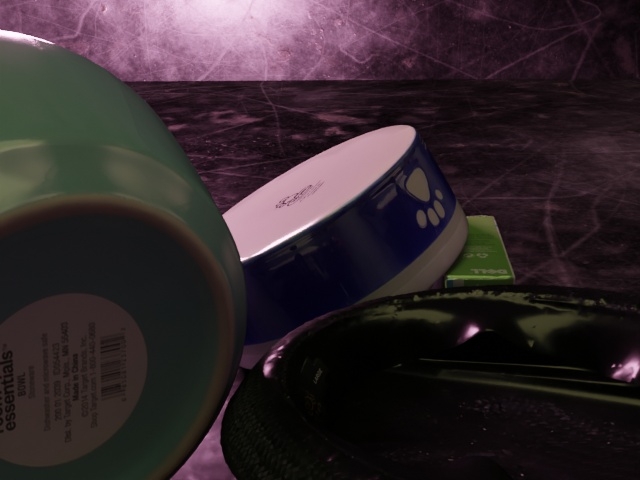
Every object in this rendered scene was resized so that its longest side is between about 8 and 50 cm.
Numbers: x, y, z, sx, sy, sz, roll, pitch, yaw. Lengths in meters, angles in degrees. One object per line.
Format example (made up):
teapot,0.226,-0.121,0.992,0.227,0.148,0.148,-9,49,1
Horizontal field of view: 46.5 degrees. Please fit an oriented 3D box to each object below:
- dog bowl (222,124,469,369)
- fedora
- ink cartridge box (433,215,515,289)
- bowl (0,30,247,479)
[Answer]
dog bowl,0.000,0.000,0.713,0.265,0.104,0.265,-28,16,9
fedora,0.113,0.140,0.423,0.334,0.152,0.334,-6,17,2
ink cartridge box,0.140,0.062,0.688,0.062,0.108,0.209,0,21,6
bowl,-0.164,0.043,0.415,0.312,0.311,0.163,-17,25,-35
